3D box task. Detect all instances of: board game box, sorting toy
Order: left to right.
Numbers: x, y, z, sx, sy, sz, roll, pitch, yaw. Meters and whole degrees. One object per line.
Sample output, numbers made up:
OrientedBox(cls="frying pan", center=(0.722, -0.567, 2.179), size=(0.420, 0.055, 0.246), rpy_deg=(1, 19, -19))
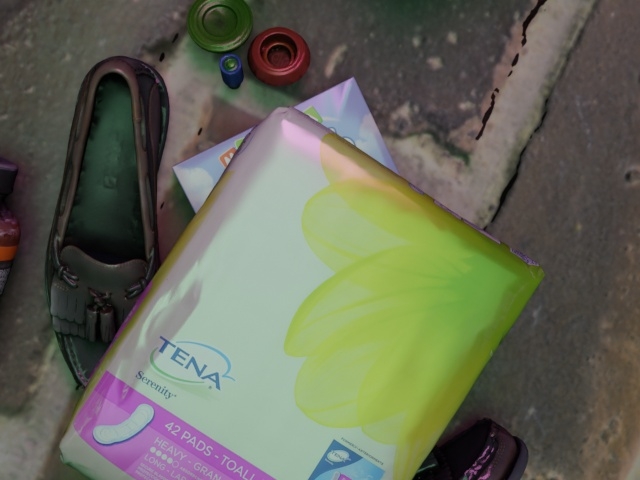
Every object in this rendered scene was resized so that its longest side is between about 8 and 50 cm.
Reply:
OrientedBox(cls="sorting toy", center=(-0.058, -0.148, 0.674), size=(0.101, 0.042, 0.061), rpy_deg=(30, 78, 5))
OrientedBox(cls="board game box", center=(0.000, 0.000, 0.691), size=(0.160, 0.039, 0.212), rpy_deg=(-27, 97, -1))

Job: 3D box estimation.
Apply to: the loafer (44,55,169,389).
OrientedBox(cls="loafer", center=(-0.166, -0.007, 0.653), size=(0.096, 0.084, 0.268), rpy_deg=(4, 96, -5))

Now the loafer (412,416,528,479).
OrientedBox(cls="loafer", center=(0.032, 0.244, 0.690), size=(0.302, 0.109, 0.095), rpy_deg=(-45, 94, 4))

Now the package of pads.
OrientedBox(cls="package of pads", center=(-0.020, 0.080, 0.617), size=(0.229, 0.101, 0.297), rpy_deg=(34, 88, -2))

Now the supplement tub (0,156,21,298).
OrientedBox(cls="supplement tub", center=(-0.289, 0.027, 0.638), size=(0.106, 0.106, 0.198), rpy_deg=(19, 94, -6))
